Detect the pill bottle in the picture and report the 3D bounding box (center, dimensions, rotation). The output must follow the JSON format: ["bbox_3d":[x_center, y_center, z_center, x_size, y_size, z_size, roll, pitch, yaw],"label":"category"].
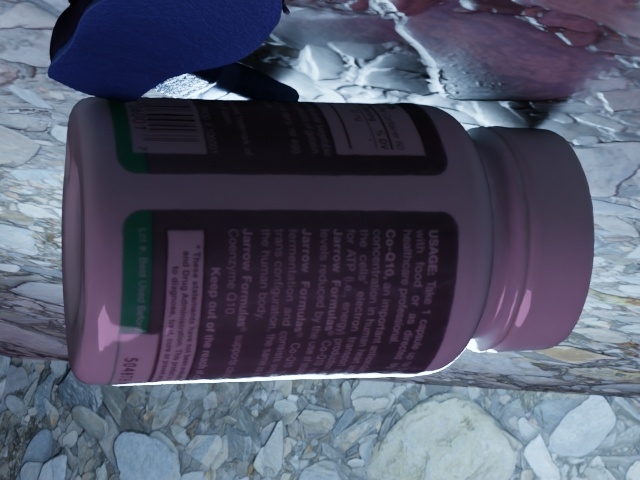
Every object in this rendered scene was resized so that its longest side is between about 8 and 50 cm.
[{"bbox_3d":[0.000,0.000,0.928,0.361,0.204,0.204,0,169,-16],"label":"pill bottle"}]

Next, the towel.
[{"bbox_3d":[-0.078,-0.120,0.954,0.119,0.029,0.067,20,162,-33],"label":"towel"}]

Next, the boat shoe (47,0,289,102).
[{"bbox_3d":[-0.102,-0.150,0.738,0.109,0.089,0.258,21,166,-33],"label":"boat shoe"}]
